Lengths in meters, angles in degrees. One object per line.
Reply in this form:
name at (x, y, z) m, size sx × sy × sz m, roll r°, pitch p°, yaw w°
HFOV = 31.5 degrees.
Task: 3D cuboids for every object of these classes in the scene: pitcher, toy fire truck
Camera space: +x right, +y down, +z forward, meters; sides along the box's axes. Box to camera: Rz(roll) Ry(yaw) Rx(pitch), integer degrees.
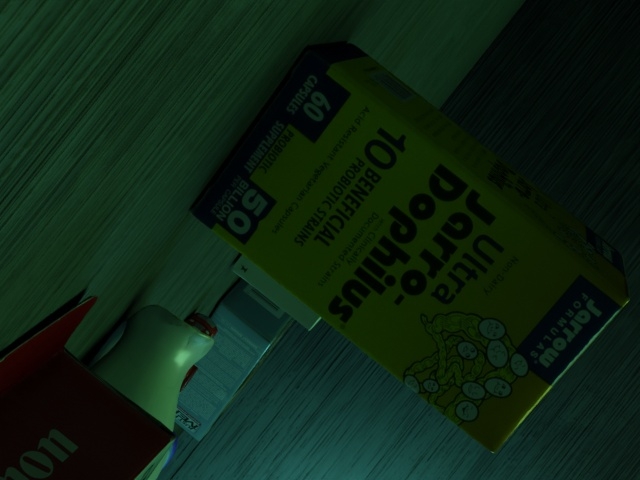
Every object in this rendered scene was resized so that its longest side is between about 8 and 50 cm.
pitcher at (-0.209, 0.176, 1.149) m, size 0.207 × 0.125 × 0.178 m, roll -62°, pitch -164°, yaw -19°
toy fire truck at (-0.202, 0.172, 1.695) m, size 0.192 × 0.047 × 0.135 m, roll -54°, pitch 176°, yaw 29°

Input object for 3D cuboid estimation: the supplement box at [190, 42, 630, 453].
supplement box at (0.092, -0.005, 1.088) m, size 0.194 × 0.356 × 0.195 m, roll -53°, pitch 177°, yaw 17°

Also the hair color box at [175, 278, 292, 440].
hair color box at (-0.149, 0.184, 2.014) m, size 0.185 × 0.113 × 0.374 m, roll -49°, pitch 177°, yaw -43°

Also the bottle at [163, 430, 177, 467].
bottle at (-0.339, 0.397, 1.881) m, size 0.118 × 0.092 × 0.283 m, roll -52°, pitch 177°, yaw 25°

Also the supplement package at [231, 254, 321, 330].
supplement package at (0.000, 0.000, 1.704) m, size 0.194 × 0.149 × 0.203 m, roll -52°, pitch 178°, yaw 12°

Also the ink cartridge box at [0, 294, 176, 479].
ink cartridge box at (-0.250, 0.219, 0.821) m, size 0.272 × 0.130 × 0.309 m, roll -54°, pitch 175°, yaw 29°
